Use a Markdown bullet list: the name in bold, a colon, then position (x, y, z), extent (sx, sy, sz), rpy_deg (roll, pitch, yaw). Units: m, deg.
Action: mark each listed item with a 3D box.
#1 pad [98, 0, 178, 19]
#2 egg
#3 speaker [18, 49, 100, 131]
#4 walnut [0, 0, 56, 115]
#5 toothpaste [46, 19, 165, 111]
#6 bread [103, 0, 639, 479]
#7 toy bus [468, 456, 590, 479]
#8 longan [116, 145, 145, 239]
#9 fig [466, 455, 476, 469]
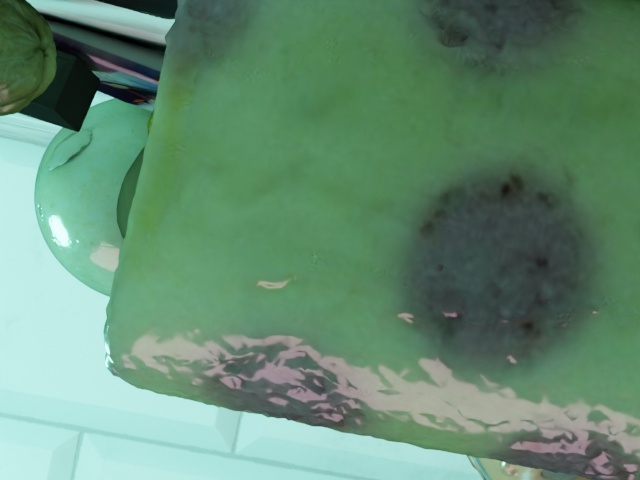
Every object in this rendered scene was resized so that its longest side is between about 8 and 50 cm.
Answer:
- **pad**: position (-0.136, -0.137, 0.853), extent (0.193, 0.004, 0.116), rpy_deg (12, 179, -32)
- **egg**: position (-0.154, -0.036, 1.507), extent (0.186, 0.187, 0.253), rpy_deg (11, 175, 26)
- **speaker**: position (-0.241, -0.122, 1.100), extent (0.191, 0.040, 0.046), rpy_deg (19, 169, 19)
- **walnut**: position (-0.197, -0.111, 0.965), extent (0.092, 0.092, 0.092), rpy_deg (12, 179, 0)
- **toothpaste**: position (-0.108, -0.107, 1.139), extent (0.266, 0.061, 0.096), rpy_deg (19, 174, -24)
- **bread**: position (0.104, -0.002, 0.619), extent (0.338, 0.187, 0.155), rpy_deg (13, -179, 1)
- **toy bus**: position (0.168, 0.060, 1.295), extent (0.194, 0.288, 0.232), rpy_deg (-28, 167, -4)
- **longan**: position (-0.054, -0.018, 1.322), extent (0.196, 0.197, 0.220), rpy_deg (11, 167, 29)
- **fig**: position (0.250, 0.117, 1.748), extent (0.316, 0.316, 0.316), rpy_deg (12, 179, 0)
